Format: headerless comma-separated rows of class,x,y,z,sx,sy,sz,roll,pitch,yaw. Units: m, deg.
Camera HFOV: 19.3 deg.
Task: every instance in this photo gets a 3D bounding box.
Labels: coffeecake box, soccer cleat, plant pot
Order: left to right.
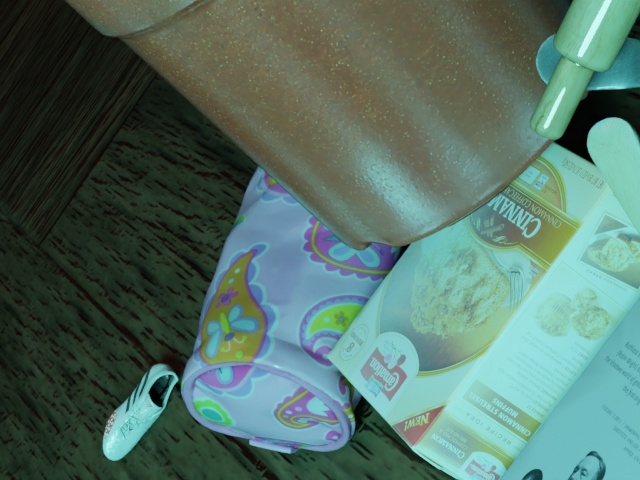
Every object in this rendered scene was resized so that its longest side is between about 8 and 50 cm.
soccer cleat,-0.135,0.129,1.411,0.083,0.029,0.036,-56,23,-11
plant pot,0.008,-0.153,1.088,0.272,0.265,0.272,-36,22,17
coffeecake box,0.104,0.034,1.089,0.185,0.068,0.142,-54,27,3

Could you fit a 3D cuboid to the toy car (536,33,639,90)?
toy car,0.202,-0.085,0.901,0.149,0.188,0.155,114,177,-73

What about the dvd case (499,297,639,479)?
dvd case,0.151,0.139,0.940,0.238,0.030,0.179,-53,27,4

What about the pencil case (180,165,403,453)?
pencil case,0.000,0.000,1.249,0.124,0.124,0.284,-24,39,45

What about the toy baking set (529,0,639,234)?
toy baking set,0.190,-0.061,0.823,0.256,0.197,0.030,-60,-20,19
